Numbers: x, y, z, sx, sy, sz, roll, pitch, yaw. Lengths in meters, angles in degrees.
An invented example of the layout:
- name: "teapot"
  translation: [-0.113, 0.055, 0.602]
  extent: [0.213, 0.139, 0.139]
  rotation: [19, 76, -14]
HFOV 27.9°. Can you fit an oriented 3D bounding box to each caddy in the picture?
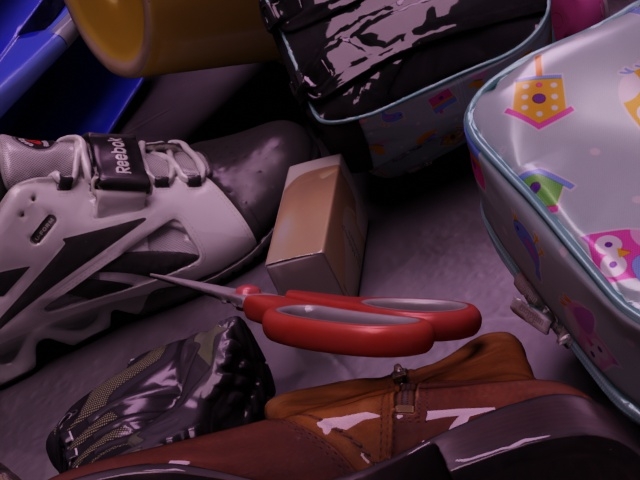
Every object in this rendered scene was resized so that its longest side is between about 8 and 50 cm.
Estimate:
- name: "caddy"
  translation: [-0.265, -0.187, 1.112]
  extent: [0.179, 0.241, 0.341]
  rotation: [-5, 43, 29]

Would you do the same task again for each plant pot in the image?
- name: "plant pot"
  translation: [-0.076, -0.242, 1.031]
  extent: [0.239, 0.254, 0.254]
  rotation: [-25, 29, -28]

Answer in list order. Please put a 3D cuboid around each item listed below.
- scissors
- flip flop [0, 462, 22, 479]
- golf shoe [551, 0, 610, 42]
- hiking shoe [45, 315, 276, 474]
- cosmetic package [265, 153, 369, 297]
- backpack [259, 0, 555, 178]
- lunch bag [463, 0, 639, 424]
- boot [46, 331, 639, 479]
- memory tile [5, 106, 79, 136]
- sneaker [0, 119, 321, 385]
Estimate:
- name: "scissors"
  translation: [-0.040, 0.035, 0.737]
  extent: [0.297, 0.021, 0.109]
  rotation: [7, 11, 43]
- name: "flip flop"
  translation: [-0.284, 0.203, 0.695]
  extent: [0.277, 0.080, 0.112]
  rotation: [-31, 62, -26]
- name: "golf shoe"
  translation: [0.147, -0.233, 1.057]
  extent: [0.140, 0.115, 0.306]
  rotation: [-15, 36, -27]
- name: "hiking shoe"
  translation: [-0.105, 0.133, 0.707]
  extent: [0.114, 0.086, 0.227]
  rotation: [-16, 22, 27]
- name: "cosmetic package"
  translation: [0.000, 0.000, 0.845]
  extent: [0.041, 0.060, 0.115]
  rotation: [-14, 34, 17]
- name: "backpack"
  translation: [0.072, -0.146, 0.910]
  extent: [0.188, 0.144, 0.166]
  rotation: [-27, 59, 8]
- name: "lunch bag"
  translation: [0.225, -0.029, 0.656]
  extent: [0.279, 0.108, 0.224]
  rotation: [-24, 50, -9]
- name: "boot"
  translation: [-0.013, 0.093, 0.572]
  extent: [0.264, 0.096, 0.280]
  rotation: [-18, 7, -2]
- name: "memory tile"
  translation: [-0.253, -0.140, 1.264]
  extent: [0.148, 0.012, 0.113]
  rotation: [-20, 32, 7]
- name: "sneaker"
  translation: [-0.155, -0.024, 0.904]
  extent: [0.330, 0.146, 0.122]
  rotation: [-29, 30, -12]
